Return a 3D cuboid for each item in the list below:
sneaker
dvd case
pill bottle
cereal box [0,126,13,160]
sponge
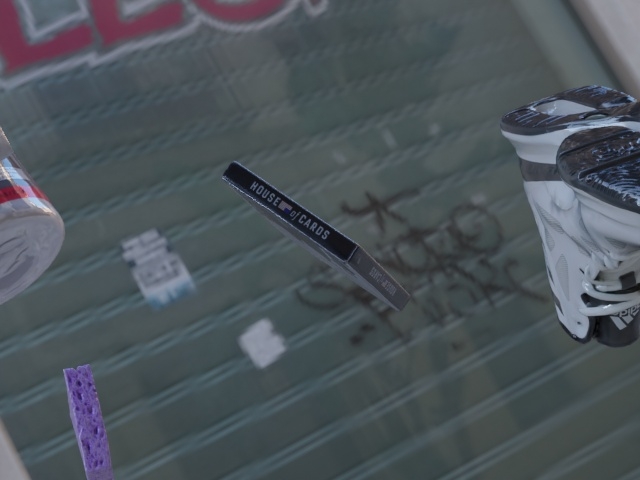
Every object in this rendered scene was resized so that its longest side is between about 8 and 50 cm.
[{"bbox_3d":[0.325,-0.001,1.342,0.169,0.257,0.447,-19,15,-3],"label":"sneaker"},{"bbox_3d":[0.000,0.000,1.516,0.029,0.179,0.239,-55,-23,-2],"label":"dvd case"},{"bbox_3d":[-0.449,-0.082,1.537,0.176,0.318,0.176,-34,-20,-15],"label":"pill bottle"},{"bbox_3d":[-0.440,-0.106,1.326,0.047,0.173,0.240,-3,28,45],"label":"cereal box"},{"bbox_3d":[-0.257,0.222,1.495,0.031,0.117,0.210,-13,-19,-13],"label":"sponge"}]
